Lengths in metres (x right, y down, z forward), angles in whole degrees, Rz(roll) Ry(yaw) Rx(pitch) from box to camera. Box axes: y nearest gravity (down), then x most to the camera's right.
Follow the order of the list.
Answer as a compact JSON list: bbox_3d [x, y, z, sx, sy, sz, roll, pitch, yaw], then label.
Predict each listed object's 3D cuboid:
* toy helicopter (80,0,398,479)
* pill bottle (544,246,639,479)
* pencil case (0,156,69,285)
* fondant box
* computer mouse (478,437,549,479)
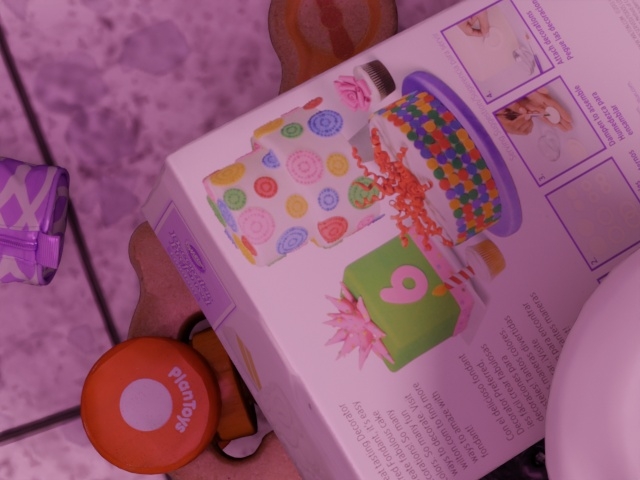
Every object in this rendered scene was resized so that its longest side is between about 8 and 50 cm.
[{"bbox_3d":[0.000,0.000,1.174,0.235,0.140,0.355,10,87,7],"label":"toy helicopter"},{"bbox_3d":[0.308,0.127,1.035,0.224,0.392,0.224,-10,72,33],"label":"pill bottle"},{"bbox_3d":[-0.262,-0.020,1.195,0.206,0.088,0.086,5,101,0],"label":"pencil case"},{"bbox_3d":[0.098,-0.008,1.095,0.330,0.096,0.238,-29,84,-22],"label":"fondant box"},{"bbox_3d":[0.119,0.141,1.224,0.272,0.072,0.188,-37,95,17],"label":"computer mouse"}]
